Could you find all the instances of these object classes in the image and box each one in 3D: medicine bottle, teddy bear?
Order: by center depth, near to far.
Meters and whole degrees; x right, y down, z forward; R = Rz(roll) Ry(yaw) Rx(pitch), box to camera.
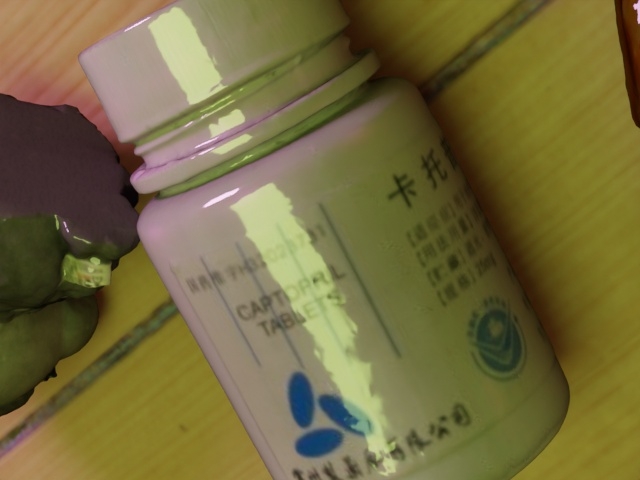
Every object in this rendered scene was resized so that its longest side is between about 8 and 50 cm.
[{"bbox_3d":[0.000,0.000,0.899,0.170,0.170,0.293,-24,99,26],"label":"medicine bottle"},{"bbox_3d":[-0.200,0.014,1.009,0.251,0.144,0.171,-56,51,43],"label":"teddy bear"}]

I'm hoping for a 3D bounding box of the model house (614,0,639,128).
[{"bbox_3d":[0.245,-0.040,0.807,0.229,0.199,0.220,32,79,33],"label":"model house"}]
